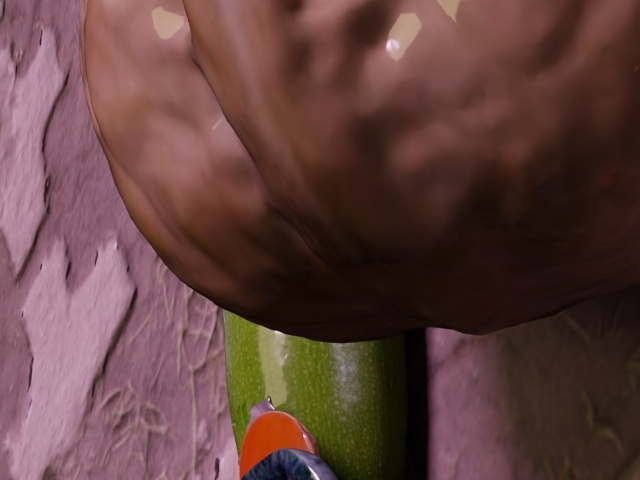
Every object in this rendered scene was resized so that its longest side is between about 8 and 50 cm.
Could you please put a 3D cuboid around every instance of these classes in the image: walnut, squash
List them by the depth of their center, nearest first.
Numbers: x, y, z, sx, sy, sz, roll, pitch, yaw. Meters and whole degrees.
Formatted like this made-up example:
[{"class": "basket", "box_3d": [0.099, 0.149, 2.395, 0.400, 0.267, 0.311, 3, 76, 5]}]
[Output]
[{"class": "walnut", "box_3d": [0.038, -0.079, 0.591, 0.248, 0.248, 0.248, -30, 55, 55]}, {"class": "squash", "box_3d": [-0.002, 0.001, 0.794, 0.082, 0.082, 0.292, -29, 56, 56]}]

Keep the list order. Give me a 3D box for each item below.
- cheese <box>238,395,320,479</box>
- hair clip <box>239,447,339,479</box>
[{"class": "cheese", "box_3d": [0.046, 0.137, 0.653, 0.256, 0.037, 0.106, 25, 110, 46]}, {"class": "hair clip", "box_3d": [0.006, 0.221, 0.551, 0.310, 0.194, 0.206, 39, 127, 40]}]
